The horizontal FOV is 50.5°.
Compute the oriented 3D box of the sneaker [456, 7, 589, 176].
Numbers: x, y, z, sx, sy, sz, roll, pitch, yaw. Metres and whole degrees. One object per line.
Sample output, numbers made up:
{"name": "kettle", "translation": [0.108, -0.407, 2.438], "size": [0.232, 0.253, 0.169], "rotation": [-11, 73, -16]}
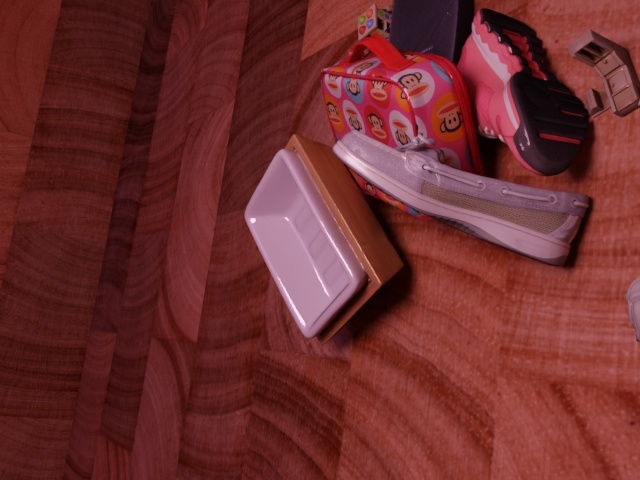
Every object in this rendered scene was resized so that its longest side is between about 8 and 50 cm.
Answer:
{"name": "sneaker", "translation": [0.260, -0.181, 0.933], "size": [0.136, 0.116, 0.313], "rotation": [120, 154, -43]}

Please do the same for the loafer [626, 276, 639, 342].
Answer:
{"name": "loafer", "translation": [0.420, 0.046, 0.584], "size": [0.319, 0.112, 0.111], "rotation": [-38, 53, 55]}

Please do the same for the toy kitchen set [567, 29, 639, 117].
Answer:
{"name": "toy kitchen set", "translation": [0.335, -0.193, 0.829], "size": [0.068, 0.075, 0.083], "rotation": [-37, 50, 47]}

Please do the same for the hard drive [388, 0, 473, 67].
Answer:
{"name": "hard drive", "translation": [0.183, -0.346, 1.139], "size": [0.172, 0.054, 0.254], "rotation": [-15, 64, 54]}

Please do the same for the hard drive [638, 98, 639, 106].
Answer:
{"name": "hard drive", "translation": [0.421, -0.295, 0.681], "size": [0.203, 0.040, 0.307], "rotation": [-87, 13, -88]}

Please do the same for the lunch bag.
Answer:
{"name": "lunch bag", "translation": [0.107, -0.183, 1.019], "size": [0.293, 0.120, 0.258], "rotation": [36, 151, 58]}

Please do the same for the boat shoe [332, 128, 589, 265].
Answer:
{"name": "boat shoe", "translation": [0.171, -0.071, 0.850], "size": [0.118, 0.321, 0.103], "rotation": [-27, -39, -83]}

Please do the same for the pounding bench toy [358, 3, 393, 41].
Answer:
{"name": "pounding bench toy", "translation": [0.106, -0.415, 1.276], "size": [0.052, 0.065, 0.083], "rotation": [-28, 55, 50]}

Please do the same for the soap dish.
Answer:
{"name": "soap dish", "translation": [0.000, 0.000, 1.139], "size": [0.290, 0.118, 0.229], "rotation": [61, 143, 20]}
